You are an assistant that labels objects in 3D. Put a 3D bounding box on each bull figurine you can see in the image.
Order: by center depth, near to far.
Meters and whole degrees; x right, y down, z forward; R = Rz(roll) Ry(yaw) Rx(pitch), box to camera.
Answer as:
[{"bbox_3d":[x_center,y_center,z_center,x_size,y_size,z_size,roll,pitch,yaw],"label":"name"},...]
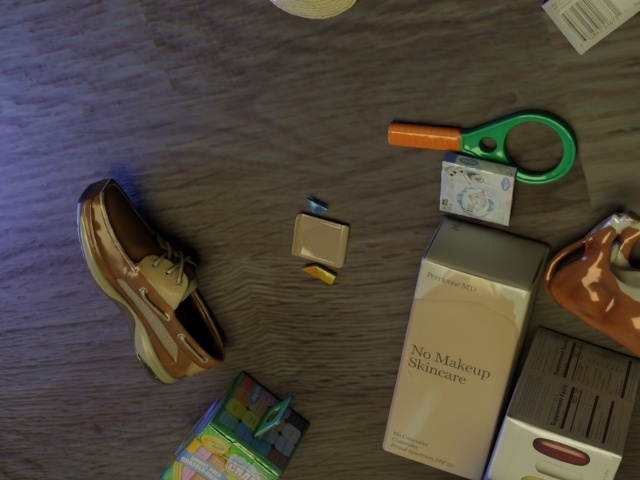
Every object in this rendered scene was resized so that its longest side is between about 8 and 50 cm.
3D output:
[{"bbox_3d":[0.424,0.087,1.531,0.310,0.101,0.188,30,121,1],"label":"bull figurine"}]

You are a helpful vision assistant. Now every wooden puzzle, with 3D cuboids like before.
[{"bbox_3d":[0.000,0.000,1.700,0.078,0.014,0.116,19,124,5],"label":"wooden puzzle"}]

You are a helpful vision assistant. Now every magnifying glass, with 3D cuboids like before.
[{"bbox_3d":[0.196,-0.120,1.549,0.230,0.026,0.092,6,121,16],"label":"magnifying glass"}]

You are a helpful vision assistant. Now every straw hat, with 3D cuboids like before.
[{"bbox_3d":[-0.025,-0.316,1.499,0.144,0.061,0.145,10,122,16],"label":"straw hat"}]

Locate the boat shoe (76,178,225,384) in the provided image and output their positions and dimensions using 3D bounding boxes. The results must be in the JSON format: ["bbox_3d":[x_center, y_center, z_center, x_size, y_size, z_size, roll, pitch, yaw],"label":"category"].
[{"bbox_3d":[-0.224,0.054,1.766,0.119,0.123,0.324,-11,122,21],"label":"boat shoe"}]

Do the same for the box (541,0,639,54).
[{"bbox_3d":[0.312,-0.279,1.340,0.126,0.137,0.072,-37,99,33],"label":"box"}]

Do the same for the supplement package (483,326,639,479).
[{"bbox_3d":[0.294,0.286,1.631,0.145,0.204,0.262,18,124,12],"label":"supplement package"}]

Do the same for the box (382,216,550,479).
[{"bbox_3d":[0.184,0.141,1.641,0.147,0.121,0.311,16,123,13],"label":"box"}]

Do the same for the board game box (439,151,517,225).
[{"bbox_3d":[0.193,-0.063,1.567,0.090,0.020,0.090,15,142,14],"label":"board game box"}]

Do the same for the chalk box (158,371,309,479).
[{"bbox_3d":[-0.115,0.295,1.843,0.132,0.132,0.213,38,124,-2],"label":"chalk box"}]
